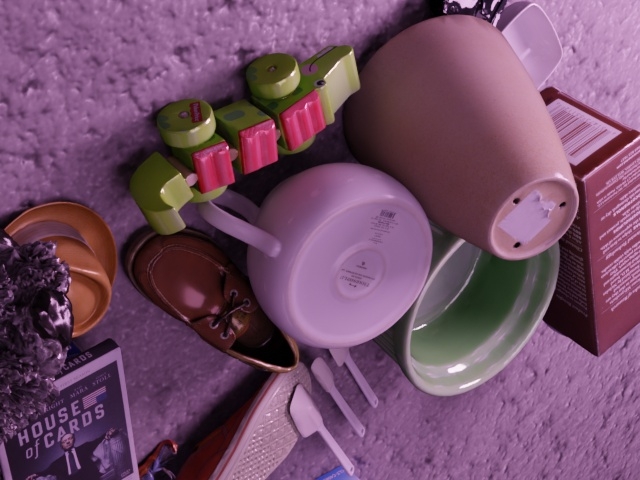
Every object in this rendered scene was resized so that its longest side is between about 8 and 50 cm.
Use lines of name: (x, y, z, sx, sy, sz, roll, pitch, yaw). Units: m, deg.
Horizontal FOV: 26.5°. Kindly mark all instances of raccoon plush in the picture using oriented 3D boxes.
raccoon plush: (-0.437, 0.133, 1.338, 0.299, 0.216, 0.446, 15, 94, -37)

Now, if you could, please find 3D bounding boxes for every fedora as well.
fedora: (-0.298, 0.051, 1.553, 0.194, 0.079, 0.194, -24, 131, -30)

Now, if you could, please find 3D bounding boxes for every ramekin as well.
ramekin: (0.189, 0.060, 1.970, 0.303, 0.148, 0.303, -24, 131, -30)

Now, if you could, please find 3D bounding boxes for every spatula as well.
spatula: (0.024, 0.238, 1.997, 0.242, 0.019, 0.168, 62, 41, -49)

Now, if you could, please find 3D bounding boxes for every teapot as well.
teapot: (0.000, 0.000, 1.711, 0.252, 0.187, 0.256, -31, 130, -15)

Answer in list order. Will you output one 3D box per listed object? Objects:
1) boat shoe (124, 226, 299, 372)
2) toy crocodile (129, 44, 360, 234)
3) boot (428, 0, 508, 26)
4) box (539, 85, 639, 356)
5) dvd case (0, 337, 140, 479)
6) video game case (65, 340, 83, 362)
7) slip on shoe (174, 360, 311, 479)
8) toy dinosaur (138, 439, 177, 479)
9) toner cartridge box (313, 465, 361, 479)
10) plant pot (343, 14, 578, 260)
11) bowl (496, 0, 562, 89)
boat shoe: (-0.121, 0.078, 1.720, 0.111, 0.104, 0.307, -53, 140, 0)
toy crocodile: (-0.083, -0.127, 1.612, 0.340, 0.105, 0.115, -32, 135, -24)
boot: (0.197, -0.327, 1.786, 0.099, 0.045, 0.121, 27, 81, -35)
box: (0.389, -0.025, 2.069, 0.143, 0.191, 0.381, -34, 136, -22)
dvd case: (-0.307, 0.250, 1.633, 0.179, 0.029, 0.239, -29, 135, -31)
video game case: (-0.412, 0.257, 1.606, 0.269, 0.061, 0.244, -15, 128, -37)
slip on shoe: (-0.125, 0.296, 1.881, 0.331, 0.101, 0.123, -55, 142, -20)
toy dinosaur: (-0.227, 0.308, 1.835, 0.090, 0.047, 0.082, 12, 91, -36)
toner cartridge box: (-0.007, 0.538, 2.177, 0.165, 0.075, 0.348, -25, 132, -31)
plant pot: (0.200, -0.106, 1.725, 0.256, 0.274, 0.256, -16, 135, -17)
bowl: (0.260, -0.256, 1.890, 0.142, 0.053, 0.142, -49, 140, -5)
